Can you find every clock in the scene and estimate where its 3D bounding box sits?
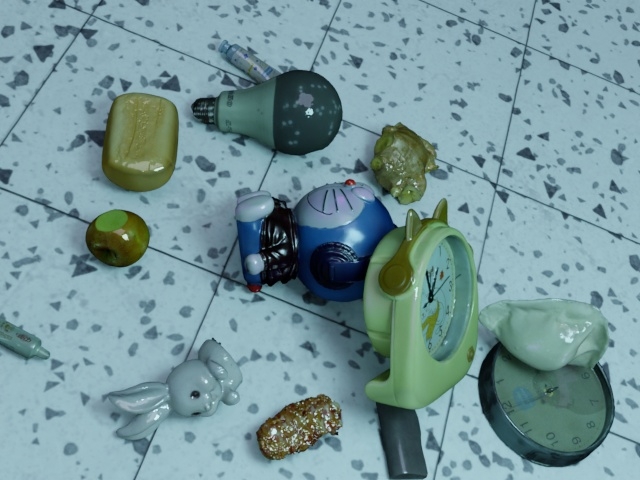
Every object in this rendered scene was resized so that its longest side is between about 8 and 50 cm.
[{"bbox_3d":[0.447,0.302,1.643,0.280,0.055,0.281,8,57,-13],"label":"clock"},{"bbox_3d":[0.181,0.104,1.494,0.286,0.117,0.349,-17,108,-55],"label":"clock"}]

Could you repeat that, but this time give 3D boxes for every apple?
[{"bbox_3d":[-0.375,-0.005,1.548,0.114,0.099,0.102,6,45,17],"label":"apple"}]

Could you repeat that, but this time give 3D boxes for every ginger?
[{"bbox_3d":[0.178,-0.167,1.821,0.157,0.102,0.216,42,46,-23],"label":"ginger"}]

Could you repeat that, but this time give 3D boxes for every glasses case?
[{"bbox_3d":[0.147,0.343,1.534,0.072,0.042,0.191,5,58,-24],"label":"glasses case"}]

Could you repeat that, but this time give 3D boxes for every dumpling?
[{"bbox_3d":[0.434,0.161,1.583,0.252,0.179,0.131,26,55,-2],"label":"dumpling"}]

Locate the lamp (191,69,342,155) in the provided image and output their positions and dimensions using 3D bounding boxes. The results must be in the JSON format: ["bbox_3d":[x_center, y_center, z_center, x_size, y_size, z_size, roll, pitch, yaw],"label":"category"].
[{"bbox_3d":[-0.108,-0.261,1.752,0.313,0.182,0.182,-7,61,-10],"label":"lamp"}]

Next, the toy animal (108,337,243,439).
[{"bbox_3d":[-0.237,0.266,1.411,0.220,0.104,0.130,-34,45,-30],"label":"toy animal"}]

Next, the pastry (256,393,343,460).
[{"bbox_3d":[-0.042,0.330,1.470,0.169,0.063,0.087,-17,75,-31],"label":"pastry"}]

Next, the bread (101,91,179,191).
[{"bbox_3d":[-0.358,-0.192,1.667,0.147,0.098,0.217,10,55,-11],"label":"bread"}]

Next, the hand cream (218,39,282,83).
[{"bbox_3d":[-0.155,-0.396,1.893,0.170,0.043,0.065,35,56,0],"label":"hand cream"}]

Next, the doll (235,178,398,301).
[{"bbox_3d":[0.000,0.000,1.588,0.309,0.240,0.284,-5,22,-4],"label":"doll"}]

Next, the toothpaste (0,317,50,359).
[{"bbox_3d":[-0.567,0.147,1.430,0.233,0.038,0.060,26,52,3],"label":"toothpaste"}]
